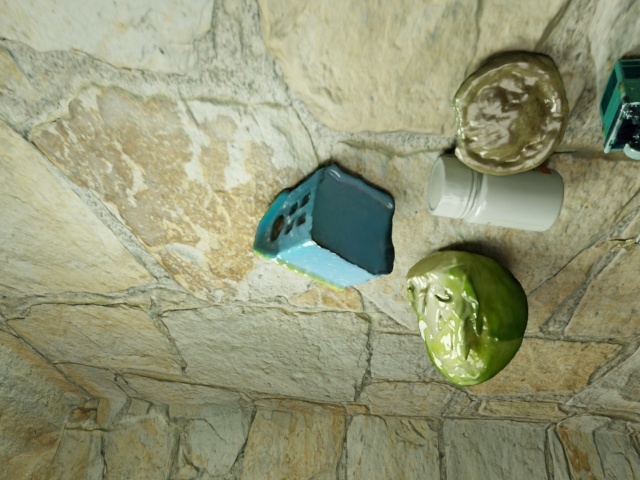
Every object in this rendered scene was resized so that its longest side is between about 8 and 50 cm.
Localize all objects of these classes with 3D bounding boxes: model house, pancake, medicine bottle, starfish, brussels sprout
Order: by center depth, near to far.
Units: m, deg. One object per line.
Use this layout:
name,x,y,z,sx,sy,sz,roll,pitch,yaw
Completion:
pancake,0.345,-0.221,0.947,0.223,0.042,0.236,8,126,-1
medicine bottle,0.362,-0.100,1.094,0.252,0.144,0.144,6,147,-7
model house,0.000,0.000,1.234,0.237,0.215,0.303,26,145,-30
starfish,0.779,0.008,1.321,0.086,0.016,0.092,15,150,-18
brussels sprout,0.393,0.192,1.405,0.276,0.315,0.371,-3,118,58

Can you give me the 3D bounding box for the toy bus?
toy bus,0.621,-0.227,0.867,0.256,0.147,0.128,2,148,12

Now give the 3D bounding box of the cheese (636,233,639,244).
cheese,0.883,-0.007,1.242,0.228,0.064,0.137,-2,142,8
